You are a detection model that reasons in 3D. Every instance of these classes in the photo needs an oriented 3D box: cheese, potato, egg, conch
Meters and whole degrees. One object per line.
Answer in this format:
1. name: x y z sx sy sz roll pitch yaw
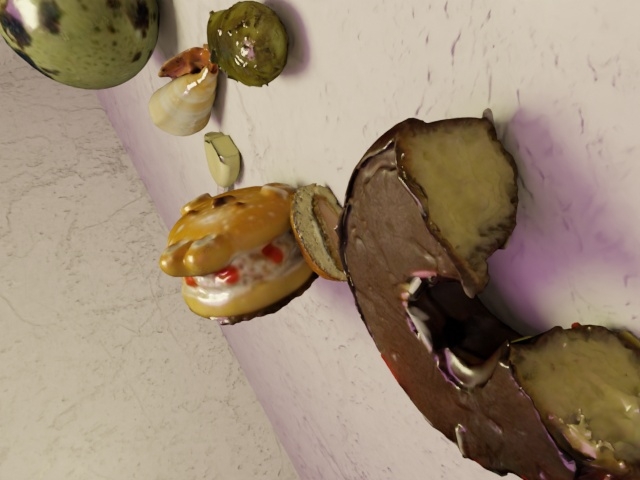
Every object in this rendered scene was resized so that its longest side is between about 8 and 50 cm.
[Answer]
1. cheese: -0.245 -0.166 1.175 0.127 0.050 0.255 57 156 17
2. potato: -0.117 -0.295 0.715 0.225 0.090 0.117 40 132 51
3. egg: -0.548 -0.525 1.092 0.345 0.345 0.428 68 168 -8
4. conch: -0.273 -0.317 1.037 0.255 0.127 0.158 -9 75 45

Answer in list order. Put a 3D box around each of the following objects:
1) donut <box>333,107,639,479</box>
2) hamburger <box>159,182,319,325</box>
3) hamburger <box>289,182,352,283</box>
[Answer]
1. donut: 0.143 0.068 0.472 0.345 0.136 0.259 60 159 13
2. hamburger: -0.154 0.010 0.843 0.261 0.302 0.186 0 121 31
3. hamburger: 0.001 0.006 0.772 0.176 0.087 0.102 57 155 12
